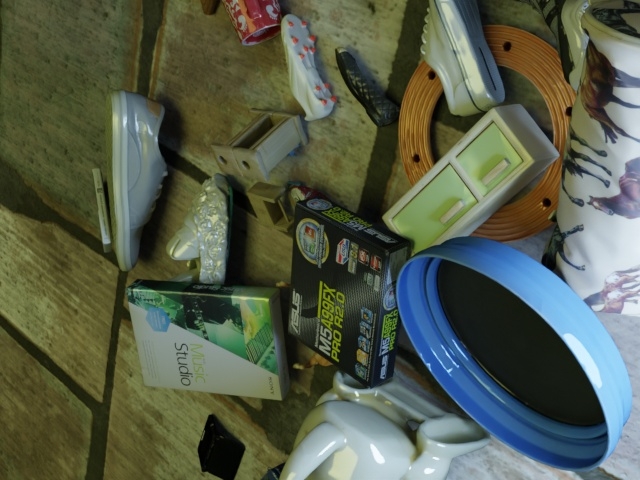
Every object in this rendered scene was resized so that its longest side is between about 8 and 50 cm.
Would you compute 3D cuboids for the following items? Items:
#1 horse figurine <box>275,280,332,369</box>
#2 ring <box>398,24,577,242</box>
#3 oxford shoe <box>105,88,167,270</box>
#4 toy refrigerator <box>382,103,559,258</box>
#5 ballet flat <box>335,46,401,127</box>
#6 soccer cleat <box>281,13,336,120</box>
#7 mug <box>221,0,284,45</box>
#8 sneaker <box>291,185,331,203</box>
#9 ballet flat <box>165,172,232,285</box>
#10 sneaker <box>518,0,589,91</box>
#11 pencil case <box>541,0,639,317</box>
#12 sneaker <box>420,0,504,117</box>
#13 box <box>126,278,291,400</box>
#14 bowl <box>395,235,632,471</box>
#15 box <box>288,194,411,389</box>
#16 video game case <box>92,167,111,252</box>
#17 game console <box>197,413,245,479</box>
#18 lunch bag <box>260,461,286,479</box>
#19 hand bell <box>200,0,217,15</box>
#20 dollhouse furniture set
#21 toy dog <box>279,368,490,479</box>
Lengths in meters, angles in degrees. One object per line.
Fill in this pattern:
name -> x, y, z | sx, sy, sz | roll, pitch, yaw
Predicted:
horse figurine -> -0.002, 0.158, 1.548 | 0.174, 0.066, 0.263 | 1, 104, 48
ring -> 0.266, -0.162, 1.255 | 0.336, 0.032, 0.337 | 11, 107, 40
oxford shoe -> -0.409, -0.121, 1.799 | 0.169, 0.130, 0.450 | -125, 37, -50
toy refrigerator -> 0.220, -0.079, 1.231 | 0.269, 0.094, 0.102 | -45, 70, 38
ballet flat -> 0.077, -0.268, 1.395 | 0.173, 0.049, 0.057 | 57, 175, 16
soccer cleat -> -0.037, -0.311, 1.464 | 0.076, 0.068, 0.196 | -22, 89, 46
mug -> -0.143, -0.453, 1.472 | 0.113, 0.150, 0.169 | -21, 91, 28
sneaker -> 0.000, 0.000, 1.479 | 0.092, 0.088, 0.225 | -33, 77, 26
ballet flat -> -0.258, 0.065, 1.686 | 0.147, 0.147, 0.409 | 19, 113, 37
sneaker -> 0.314, -0.333, 1.126 | 0.153, 0.101, 0.269 | -4, 92, 43
pencil case -> 0.375, -0.100, 1.012 | 0.183, 0.159, 0.411 | 35, 140, 39
sneaker -> 0.188, -0.307, 1.203 | 0.091, 0.094, 0.258 | -18, 88, 38
box -> -0.227, 0.200, 1.636 | 0.321, 0.058, 0.232 | 1, 113, 18
bowl -> 0.275, 0.161, 1.185 | 0.391, 0.077, 0.391 | 41, 154, 25
box -> 0.041, 0.086, 1.369 | 0.216, 0.060, 0.270 | 29, 126, 38
video game case -> -0.512, -0.067, 1.897 | 0.190, 0.022, 0.173 | 153, 108, -75
game console -> -0.232, 0.481, 1.869 | 0.107, 0.071, 0.122 | -117, 41, -52
lunch bag -> -0.081, 0.520, 1.708 | 0.098, 0.065, 0.067 | 51, 128, 19
hand bell -> -0.214, -0.552, 1.551 | 0.126, 0.126, 0.242 | 34, 132, 31
dollhouse furniture set -> -0.099, -0.137, 1.548 | 0.128, 0.129, 0.184 | 16, 140, 39
toy dog -> 0.062, 0.468, 1.363 | 0.284, 0.395, 0.408 | 24, 107, 26
